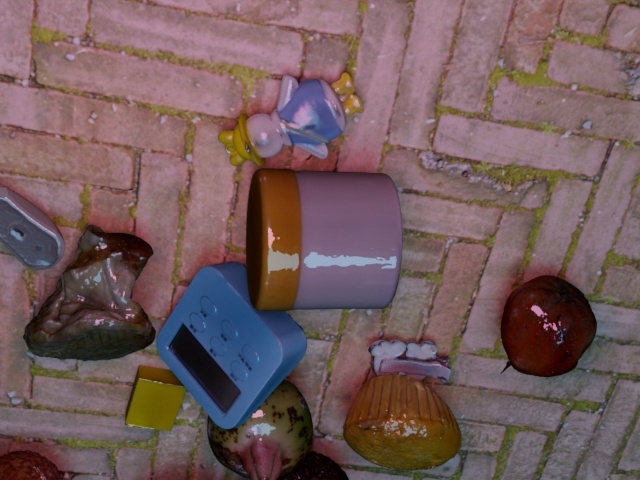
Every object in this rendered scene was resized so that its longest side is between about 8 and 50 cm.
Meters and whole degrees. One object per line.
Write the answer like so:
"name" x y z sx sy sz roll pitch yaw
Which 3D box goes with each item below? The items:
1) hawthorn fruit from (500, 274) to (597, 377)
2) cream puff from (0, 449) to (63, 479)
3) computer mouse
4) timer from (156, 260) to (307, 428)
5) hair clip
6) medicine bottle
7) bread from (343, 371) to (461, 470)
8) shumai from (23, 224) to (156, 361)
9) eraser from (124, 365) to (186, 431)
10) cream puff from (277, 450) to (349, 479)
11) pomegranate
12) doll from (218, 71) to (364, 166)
"hawthorn fruit" 0.418 0.179 1.886 0.181 0.181 0.235 18 130 -19
"cream puff" -0.576 0.529 1.894 0.164 0.240 0.240 -1 127 27
"computer mouse" -0.511 -0.028 1.665 0.089 0.056 0.182 -42 111 11
"timer" -0.175 0.191 1.760 0.232 0.091 0.250 45 114 16
"hair clip" 0.172 0.246 1.947 0.172 0.049 0.116 5 116 -6
"medicine bottle" 0.000 0.000 1.657 0.232 0.238 0.237 1 121 -12
"bread" 0.162 0.370 1.952 0.240 0.139 0.240 4 144 3
"shumai" -0.398 0.100 1.733 0.272 0.203 0.222 -23 156 35
"eraser" -0.319 0.308 1.907 0.097 0.045 0.122 13 119 -17
"cream puff" -0.049 0.539 2.006 0.239 0.165 0.239 -22 127 -32
"pomegranate" -0.109 0.377 1.863 0.214 0.248 0.214 -4 123 -7
"doll" -0.050 -0.193 1.614 0.241 0.098 0.135 -22 144 6
